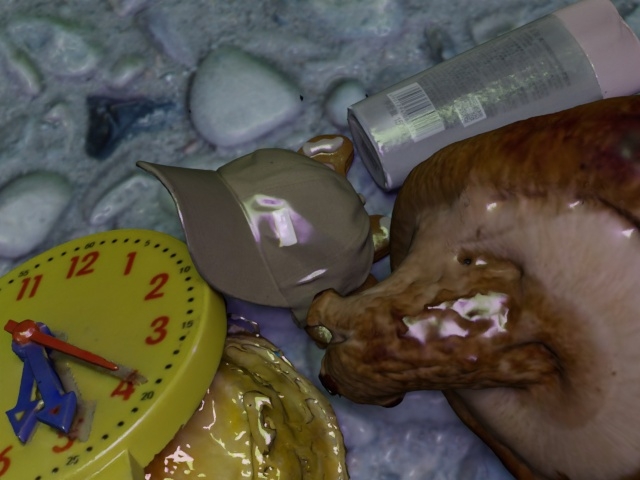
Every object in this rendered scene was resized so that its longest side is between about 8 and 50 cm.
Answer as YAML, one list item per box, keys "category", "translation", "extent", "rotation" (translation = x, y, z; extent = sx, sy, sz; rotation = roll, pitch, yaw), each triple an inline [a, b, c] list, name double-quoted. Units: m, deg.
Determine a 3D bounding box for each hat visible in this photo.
- category: "hat"
  translation: [-0.043, -0.032, 0.786]
  extent: [0.144, 0.173, 0.166]
  rotation: [-31, 68, 0]

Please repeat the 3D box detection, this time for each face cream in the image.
- category: "face cream"
  translation: [0.163, -0.133, 0.900]
  extent: [0.269, 0.073, 0.107]
  rotation: [-24, 72, -8]

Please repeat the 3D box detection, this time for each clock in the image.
- category: "clock"
  translation: [-0.209, 0.092, 0.747]
  extent: [0.277, 0.071, 0.293]
  rotation: [-17, 36, 13]

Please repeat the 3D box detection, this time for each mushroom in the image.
- category: "mushroom"
  translation: [0.172, 0.066, 0.699]
  extent: [0.260, 0.345, 0.345]
  rotation: [-24, 65, -35]

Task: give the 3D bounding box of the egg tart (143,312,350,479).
- category: "egg tart"
  translation: [-0.107, 0.177, 0.760]
  extent: [0.291, 0.107, 0.290]
  rotation: [-1, 67, 2]

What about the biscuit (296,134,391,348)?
- category: "biscuit"
  translation: [0.000, 0.000, 0.875]
  extent: [0.138, 0.031, 0.205]
  rotation: [-15, 68, -4]
